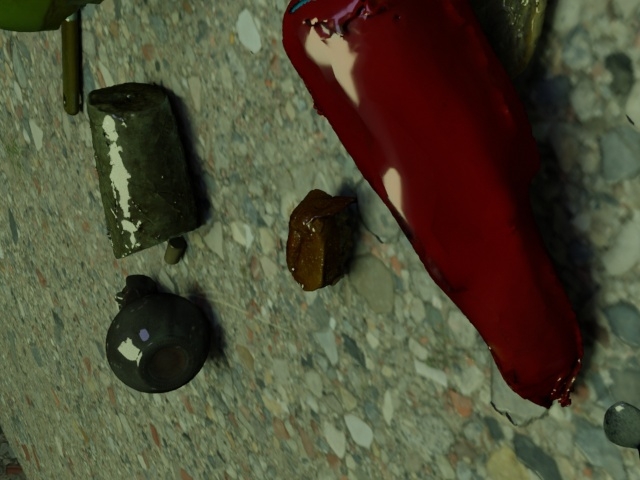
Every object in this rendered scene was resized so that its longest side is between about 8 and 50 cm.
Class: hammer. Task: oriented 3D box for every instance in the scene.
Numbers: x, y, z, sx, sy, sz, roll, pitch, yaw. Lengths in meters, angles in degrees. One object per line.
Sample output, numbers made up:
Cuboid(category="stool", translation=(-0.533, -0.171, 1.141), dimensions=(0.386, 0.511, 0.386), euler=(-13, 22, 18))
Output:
Cuboid(category="hammer", translation=(-0.192, -0.024, 0.995), dimensions=(0.110, 0.019, 0.035), euler=(57, 146, 22))

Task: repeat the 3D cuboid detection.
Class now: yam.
Cuboid(category="yam", translation=(-0.186, -0.071, 0.886), dimensions=(0.107, 0.107, 0.183), euler=(11, 116, 53))

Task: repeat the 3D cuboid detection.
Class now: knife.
Cuboid(category="knife", translation=(-0.303, -0.296, 0.992), dimensions=(0.061, 0.027, 0.343), euler=(51, 144, 33))

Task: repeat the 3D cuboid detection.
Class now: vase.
Cuboid(category="vase", translation=(-0.203, 0.100, 1.008), dimensions=(0.183, 0.120, 0.120), euler=(-135, 37, -55))

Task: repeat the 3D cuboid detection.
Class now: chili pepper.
Cuboid(category="chili pepper", translation=(0.068, -0.056, 0.492), dimensions=(0.110, 0.110, 0.388), euler=(-9, 114, 57))

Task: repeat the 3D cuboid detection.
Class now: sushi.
Cuboid(category="sushi", translation=(0.000, 0.000, 0.695), dimensions=(0.052, 0.055, 0.120), euler=(36, 147, 25))

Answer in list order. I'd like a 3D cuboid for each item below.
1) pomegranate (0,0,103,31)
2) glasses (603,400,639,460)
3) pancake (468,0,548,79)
Cuboid(category="pomegranate", translation=(-0.256, -0.303, 0.757), dimensions=(0.302, 0.235, 0.236), euler=(-149, 44, -72))
Cuboid(category="glasses", translation=(0.172, 0.214, 0.376), dimensions=(0.118, 0.268, 0.234), euler=(-14, 95, 39))
Cuboid(category="pancake", translation=(0.078, -0.163, 0.507), dimensions=(0.158, 0.028, 0.158), euler=(31, 133, 40))
